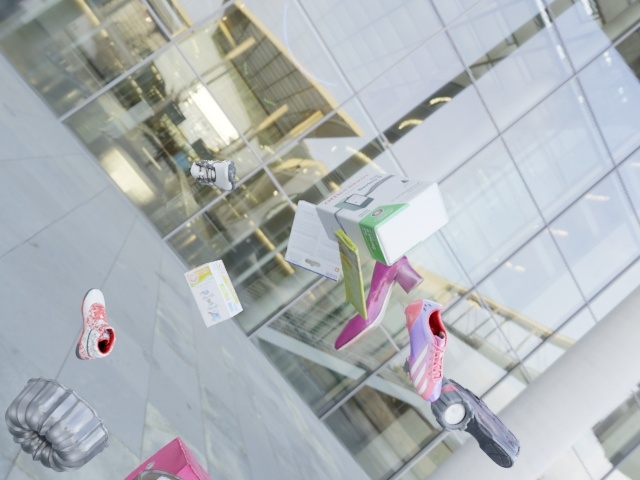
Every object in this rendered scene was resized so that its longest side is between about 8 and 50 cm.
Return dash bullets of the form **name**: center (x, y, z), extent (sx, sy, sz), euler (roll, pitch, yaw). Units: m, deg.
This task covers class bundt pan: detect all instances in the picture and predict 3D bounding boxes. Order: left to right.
- **bundt pan**: center (-0.831, 0.587, 1.458), extent (0.330, 0.331, 0.124), euler (53, 35, -11)

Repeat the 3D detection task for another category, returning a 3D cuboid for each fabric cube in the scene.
- **fabric cube**: center (-0.500, 0.885, 1.599), extent (0.259, 0.254, 0.258), euler (58, -21, -11)

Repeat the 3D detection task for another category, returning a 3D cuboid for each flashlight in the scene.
- **flashlight**: center (0.320, 0.421, 1.349), extent (0.103, 0.103, 0.304), euler (26, 4, -16)

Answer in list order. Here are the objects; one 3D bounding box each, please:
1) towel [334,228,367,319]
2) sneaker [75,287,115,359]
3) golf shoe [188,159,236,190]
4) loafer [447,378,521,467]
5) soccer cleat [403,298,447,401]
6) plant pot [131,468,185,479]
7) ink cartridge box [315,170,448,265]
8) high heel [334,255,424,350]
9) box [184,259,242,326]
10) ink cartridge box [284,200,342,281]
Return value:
- **towel**: center (0.078, 0.090, 1.195), extent (0.102, 0.021, 0.237), euler (-128, -158, -51)
- **sneaker**: center (-0.814, 0.303, 1.742), extent (0.090, 0.145, 0.270), euler (31, 54, -52)
- **golf shoe**: center (-0.267, -0.161, 1.162), extent (0.198, 0.094, 0.077), euler (16, -73, 60)
- **loafer**: center (0.487, 0.545, 1.448), extent (0.302, 0.095, 0.109), euler (50, -40, 14)
- **soccer cleat**: center (0.251, 0.256, 1.076), extent (0.095, 0.083, 0.247), euler (-4, -83, 48)
- **plant pot**: center (-0.304, 0.517, 0.780), extent (0.215, 0.230, 0.215), euler (24, -9, 4)
- **ink cartridge box**: center (0.151, -0.071, 1.244), extent (0.289, 0.211, 0.121), euler (24, -35, 56)
- **high heel**: center (0.151, 0.187, 1.558), extent (0.181, 0.377, 0.127), euler (47, -4, 19)
- **box**: center (-0.374, 0.182, 1.653), extent (0.114, 0.103, 0.203), euler (-23, 89, -79)
- **ink cartridge box**: center (0.000, 0.000, 1.623), extent (0.223, 0.223, 0.045), euler (21, 15, 20)
